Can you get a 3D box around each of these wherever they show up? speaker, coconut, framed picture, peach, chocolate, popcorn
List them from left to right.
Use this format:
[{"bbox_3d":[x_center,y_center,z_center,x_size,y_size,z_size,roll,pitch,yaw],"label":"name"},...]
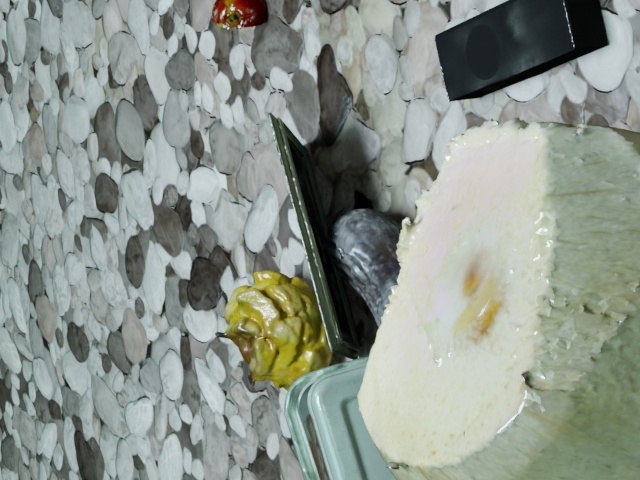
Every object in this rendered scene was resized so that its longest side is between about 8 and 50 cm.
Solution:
[{"bbox_3d":[-0.109,-0.314,2.085,0.083,0.077,0.050,-63,-29,-70],"label":"peach"},{"bbox_3d":[-0.056,0.117,2.043,0.167,0.152,0.148,53,166,33],"label":"popcorn"},{"bbox_3d":[0.000,0.000,1.914,0.232,0.019,0.296,37,-142,-80],"label":"framed picture"},{"bbox_3d":[0.093,0.053,1.821,0.248,0.110,0.110,54,139,38],"label":"chocolate"},{"bbox_3d":[0.206,-0.212,1.637,0.218,0.044,0.082,-17,84,57],"label":"speaker"},{"bbox_3d":[0.264,0.101,1.377,0.405,0.405,0.404,20,115,53],"label":"coconut"}]

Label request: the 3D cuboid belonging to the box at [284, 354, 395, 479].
[{"bbox_3d":[0.076,0.279,1.786,0.182,0.175,0.311,102,152,-78],"label":"box"}]
